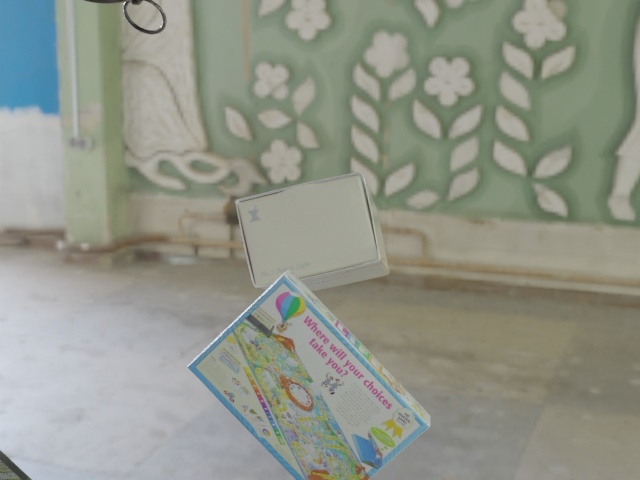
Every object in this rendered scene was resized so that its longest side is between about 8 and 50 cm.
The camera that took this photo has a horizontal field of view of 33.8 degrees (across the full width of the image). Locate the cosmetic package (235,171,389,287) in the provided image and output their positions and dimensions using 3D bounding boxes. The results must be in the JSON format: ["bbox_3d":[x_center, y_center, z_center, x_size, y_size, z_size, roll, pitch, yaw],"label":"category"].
[{"bbox_3d":[0.000,0.000,1.373,0.160,0.113,0.309,-12,-5,6],"label":"cosmetic package"}]

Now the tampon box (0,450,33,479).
[{"bbox_3d":[-0.457,0.361,1.406,0.101,0.121,0.161,9,9,-44],"label":"tampon box"}]

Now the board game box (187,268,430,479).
[{"bbox_3d":[-0.008,0.112,0.781,0.154,0.103,0.026,47,11,-1],"label":"board game box"}]

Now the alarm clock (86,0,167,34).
[{"bbox_3d":[-0.175,-0.243,0.848,0.129,0.192,0.064,-2,48,23],"label":"alarm clock"}]
